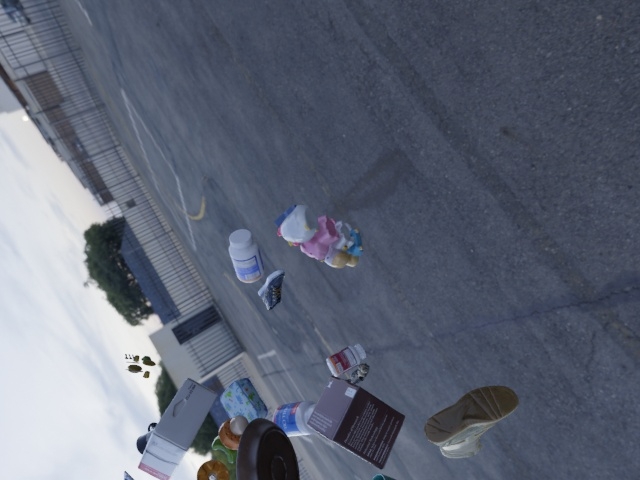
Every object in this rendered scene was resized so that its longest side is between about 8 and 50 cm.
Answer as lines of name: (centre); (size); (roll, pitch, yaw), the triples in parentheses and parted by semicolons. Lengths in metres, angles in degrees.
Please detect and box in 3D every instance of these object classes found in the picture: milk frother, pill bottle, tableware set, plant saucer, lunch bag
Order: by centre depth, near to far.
plant saucer: (-0.137, 0.676, 1.243); (0.310, 0.050, 0.310); (55, -158, -35)
tableware set: (-0.623, 0.436, 1.479); (0.154, 0.104, 0.024); (18, 92, 57)
pill bottle: (-0.073, 0.690, 1.653); (0.222, 0.124, 0.124); (-27, 93, 38)
pill bottle: (0.107, 0.489, 1.750); (0.086, 0.152, 0.086); (57, 163, 28)
milk frother: (-0.697, 0.826, 1.835); (0.129, 0.135, 0.143); (44, -163, -48)
lunch bag: (-0.359, 0.768, 1.983); (0.219, 0.090, 0.176); (47, 112, 24)
pill bottle: (-0.386, 0.077, 2.201); (0.152, 0.152, 0.271); (42, 151, 40)

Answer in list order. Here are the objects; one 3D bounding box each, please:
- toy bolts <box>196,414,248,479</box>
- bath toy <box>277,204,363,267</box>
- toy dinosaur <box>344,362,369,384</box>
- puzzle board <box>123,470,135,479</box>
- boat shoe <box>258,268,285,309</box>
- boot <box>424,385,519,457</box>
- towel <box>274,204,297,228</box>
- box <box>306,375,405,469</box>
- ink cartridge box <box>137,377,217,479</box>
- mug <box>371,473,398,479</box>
toy bolts: (-0.243, 0.678, 1.312); (0.229, 0.218, 0.158); (31, 118, 7)
bath toy: (0.000, 0.000, 1.329); (0.348, 0.129, 0.151); (23, -127, -51)
toy dinosaur: (0.159, 0.592, 1.854); (0.064, 0.118, 0.268); (47, 166, 15)
puzzle board: (-0.678, 0.910, 1.561); (0.128, 0.011, 0.096); (32, 126, 17)
boat shoe: (-0.163, 0.180, 1.559); (0.083, 0.065, 0.183); (57, 137, 20)
boot: (0.435, 0.517, 1.194); (0.203, 0.262, 0.095); (56, -175, -42)
towel: (-0.136, -0.094, 1.825); (0.067, 0.119, 0.029); (56, -168, 16)
box: (0.107, 0.540, 1.279); (0.203, 0.167, 0.168); (37, 160, -19)
ink cartridge box: (-0.443, 0.588, 1.320); (0.114, 0.197, 0.272); (29, 128, -2)
mug: (0.203, 0.762, 1.227); (0.098, 0.129, 0.158); (26, 170, -8)
